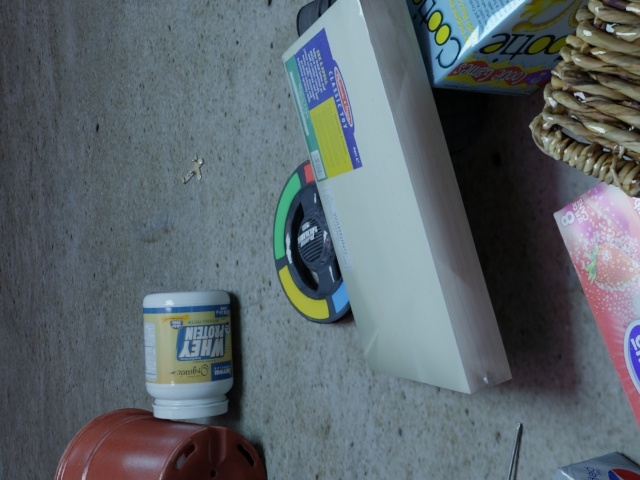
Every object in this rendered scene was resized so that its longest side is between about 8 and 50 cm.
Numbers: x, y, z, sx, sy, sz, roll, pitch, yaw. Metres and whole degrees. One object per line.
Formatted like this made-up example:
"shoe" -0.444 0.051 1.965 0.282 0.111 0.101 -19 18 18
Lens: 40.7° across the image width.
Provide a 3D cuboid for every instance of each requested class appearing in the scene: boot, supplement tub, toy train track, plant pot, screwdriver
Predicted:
"boot" 0.075 -0.203 1.040 0.223 0.118 0.338 132 135 -53
"supplement tub" -0.216 0.183 1.414 0.144 0.144 0.200 -6 86 55
"toy train track" -0.232 -0.124 1.544 0.083 0.014 0.048 -38 60 49
"plant pot" -0.241 0.401 1.379 0.265 0.272 0.272 -15 79 46
"screwdriver" 0.199 0.277 0.933 0.025 0.024 0.170 -151 70 -83

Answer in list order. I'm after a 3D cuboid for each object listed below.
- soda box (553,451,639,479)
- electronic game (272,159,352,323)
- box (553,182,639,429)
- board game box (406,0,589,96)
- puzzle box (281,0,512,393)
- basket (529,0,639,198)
"soda box" 0.243 0.347 0.803 0.098 0.091 0.286 33 118 49
"electronic game" 0.000 0.000 1.183 0.229 0.048 0.229 2 93 56
"box" 0.319 0.076 0.642 0.154 0.142 0.300 -41 58 49
"board game box" 0.215 -0.268 0.784 0.275 0.142 0.144 -39 61 48
"puzzle box" 0.068 -0.047 0.938 0.272 0.052 0.409 172 82 -72
"basket" 0.326 -0.107 0.548 0.299 0.213 0.223 29 110 33
